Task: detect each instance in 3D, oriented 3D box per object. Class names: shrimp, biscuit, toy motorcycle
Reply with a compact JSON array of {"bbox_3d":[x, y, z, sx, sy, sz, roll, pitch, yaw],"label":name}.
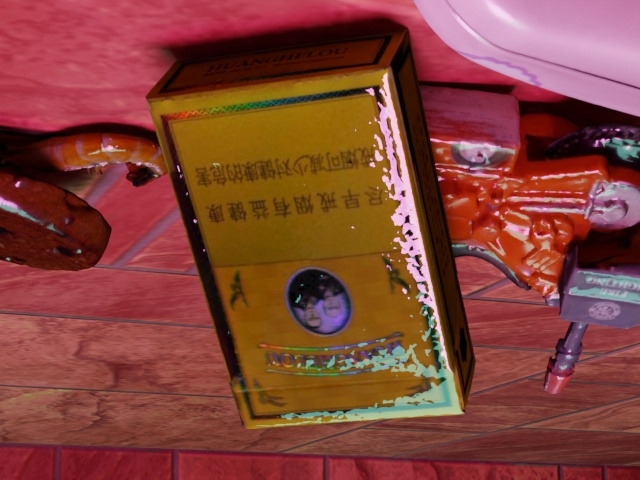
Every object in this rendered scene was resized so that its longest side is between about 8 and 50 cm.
[{"bbox_3d":[-0.160,-0.052,0.942,0.127,0.025,0.091,-1,170,16],"label":"shrimp"},{"bbox_3d":[-0.236,-0.025,0.954,0.192,0.049,0.192,10,165,3],"label":"biscuit"},{"bbox_3d":[0.070,-0.009,0.906,0.326,0.147,0.221,6,142,-3],"label":"toy motorcycle"}]

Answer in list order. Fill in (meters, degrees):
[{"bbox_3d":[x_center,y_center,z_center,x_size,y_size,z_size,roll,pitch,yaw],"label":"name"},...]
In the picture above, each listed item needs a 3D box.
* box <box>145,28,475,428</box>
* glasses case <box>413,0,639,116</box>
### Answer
[{"bbox_3d":[0.000,0.000,0.806,0.141,0.220,0.064,-5,-152,16],"label":"box"},{"bbox_3d":[0.154,-0.106,0.578,0.297,0.113,0.075,10,163,-34],"label":"glasses case"}]
